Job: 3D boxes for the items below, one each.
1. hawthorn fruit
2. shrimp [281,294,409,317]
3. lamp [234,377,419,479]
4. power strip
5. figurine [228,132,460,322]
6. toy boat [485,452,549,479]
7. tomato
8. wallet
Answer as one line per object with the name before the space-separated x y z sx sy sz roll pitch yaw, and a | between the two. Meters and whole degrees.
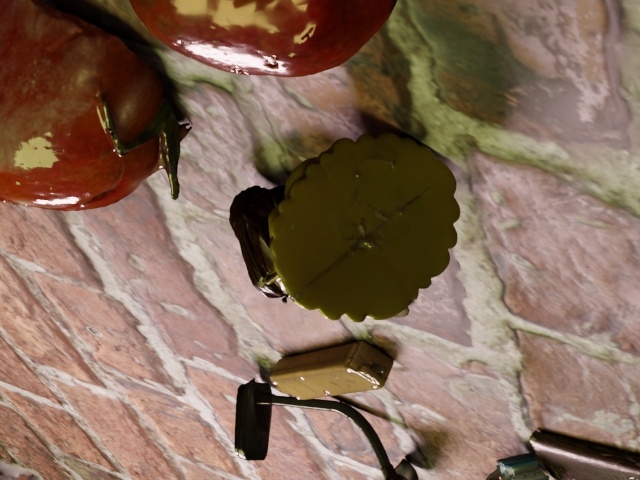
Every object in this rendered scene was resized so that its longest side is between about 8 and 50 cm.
hawthorn fruit | -0.039 -0.206 1.181 0.211 0.211 0.299 26 173 3
shrimp | 0.022 0.066 1.954 0.190 0.042 0.101 5 157 43
lamp | 0.021 0.292 2.430 0.283 0.125 0.203 18 178 15
power strip | 0.015 0.174 2.214 0.064 0.044 0.305 34 160 -17
figurine | 0.003 0.003 1.681 0.168 0.187 0.315 27 168 -11
toy boat | 0.257 0.313 2.214 0.069 0.059 0.173 -12 174 -7
tomato | -0.295 -0.118 1.719 0.309 0.170 0.309 22 158 10
wallet | 0.376 0.294 2.074 0.232 0.031 0.122 9 151 38
